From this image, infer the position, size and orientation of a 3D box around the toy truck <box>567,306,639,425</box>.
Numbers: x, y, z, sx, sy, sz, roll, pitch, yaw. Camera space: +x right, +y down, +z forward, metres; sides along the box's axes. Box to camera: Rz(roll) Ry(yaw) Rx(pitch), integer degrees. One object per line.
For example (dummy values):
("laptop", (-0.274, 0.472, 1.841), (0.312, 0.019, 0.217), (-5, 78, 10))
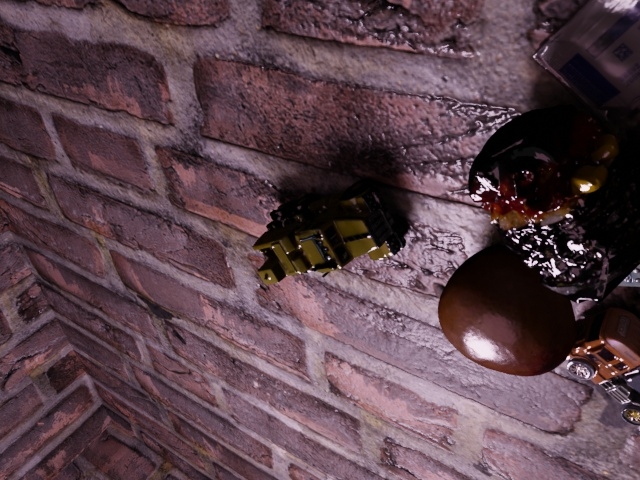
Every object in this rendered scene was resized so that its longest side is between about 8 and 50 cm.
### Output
("toy truck", (0.410, 0.171, 0.664), (0.192, 0.083, 0.092), (41, 140, 4))

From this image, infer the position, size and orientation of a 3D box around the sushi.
("sushi", (0.242, -0.057, 0.552), (0.150, 0.153, 0.172), (43, -178, -20))

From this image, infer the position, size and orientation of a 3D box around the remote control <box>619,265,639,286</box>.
("remote control", (0.366, 0.032, 0.634), (0.124, 0.018, 0.053), (0, 122, 41))

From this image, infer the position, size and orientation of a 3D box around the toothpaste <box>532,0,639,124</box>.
("toothpaste", (0.316, -0.213, 0.445), (0.282, 0.068, 0.099), (-49, 56, 60))

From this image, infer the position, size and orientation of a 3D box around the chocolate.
("chocolate", (0.242, 0.099, 0.682), (0.176, 0.177, 0.177), (23, 135, 25))

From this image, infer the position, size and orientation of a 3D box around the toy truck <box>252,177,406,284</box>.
("toy truck", (0.004, -0.003, 0.837), (0.257, 0.127, 0.127), (-14, 111, 43))
